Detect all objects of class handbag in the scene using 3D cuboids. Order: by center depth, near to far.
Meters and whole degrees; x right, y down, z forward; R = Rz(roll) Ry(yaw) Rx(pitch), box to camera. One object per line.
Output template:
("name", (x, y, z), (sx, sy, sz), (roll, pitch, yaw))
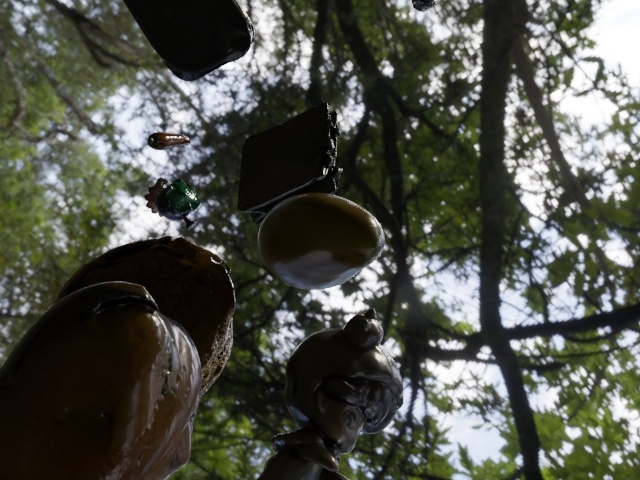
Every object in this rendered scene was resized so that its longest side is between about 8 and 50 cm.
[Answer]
("handbag", (-0.238, -0.408, 1.217), (0.192, 0.332, 0.075), (-13, -154, 43))
("handbag", (-0.069, -0.179, 1.867), (0.260, 0.079, 0.247), (-22, -133, 28))

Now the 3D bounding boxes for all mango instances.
("mango", (-0.229, 0.182, 0.779), (0.287, 0.201, 0.152), (-52, -176, -21))
("mango", (0.000, 0.000, 1.508), (0.317, 0.211, 0.173), (-17, -130, 64))

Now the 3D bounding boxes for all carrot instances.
("carrot", (-0.282, -0.187, 1.516), (0.035, 0.142, 0.035), (3, -82, 25))

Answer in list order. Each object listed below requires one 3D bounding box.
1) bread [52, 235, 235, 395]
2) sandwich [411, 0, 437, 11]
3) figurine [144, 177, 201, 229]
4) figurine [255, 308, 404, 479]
("bread", (-0.327, 0.167, 1.509), (0.337, 0.204, 0.358), (15, -125, 17))
("sandwich", (0.177, -0.443, 1.427), (0.026, 0.069, 0.101), (-43, -137, 41))
("figurine", (-0.362, -0.094, 1.980), (0.195, 0.111, 0.102), (6, -114, 60))
("figurine", (0.001, 0.307, 1.383), (0.203, 0.248, 0.380), (21, -120, 29))
